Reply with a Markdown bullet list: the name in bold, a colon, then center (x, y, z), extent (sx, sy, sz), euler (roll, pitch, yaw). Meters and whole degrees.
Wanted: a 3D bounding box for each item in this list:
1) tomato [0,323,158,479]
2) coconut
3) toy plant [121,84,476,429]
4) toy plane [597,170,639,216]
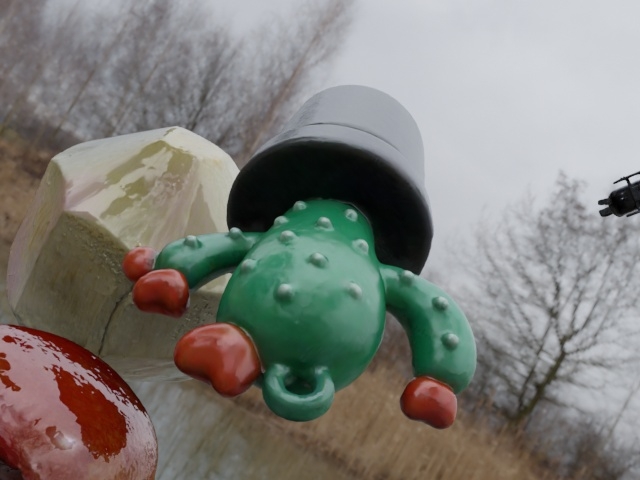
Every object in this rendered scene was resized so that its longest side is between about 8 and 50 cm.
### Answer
- **tomato**: center (-0.209, 0.153, 0.710), extent (0.200, 0.139, 0.233), euler (35, -38, 21)
- **coconut**: center (-0.206, 0.020, 1.126), extent (0.353, 0.352, 0.352), euler (30, -5, 3)
- **toy plant**: center (0.011, 0.008, 0.789), extent (0.279, 0.185, 0.400), euler (37, 31, -11)
- **toy plane**: center (0.270, -0.044, 0.703), extent (0.121, 0.031, 0.049), euler (-23, -11, 28)
